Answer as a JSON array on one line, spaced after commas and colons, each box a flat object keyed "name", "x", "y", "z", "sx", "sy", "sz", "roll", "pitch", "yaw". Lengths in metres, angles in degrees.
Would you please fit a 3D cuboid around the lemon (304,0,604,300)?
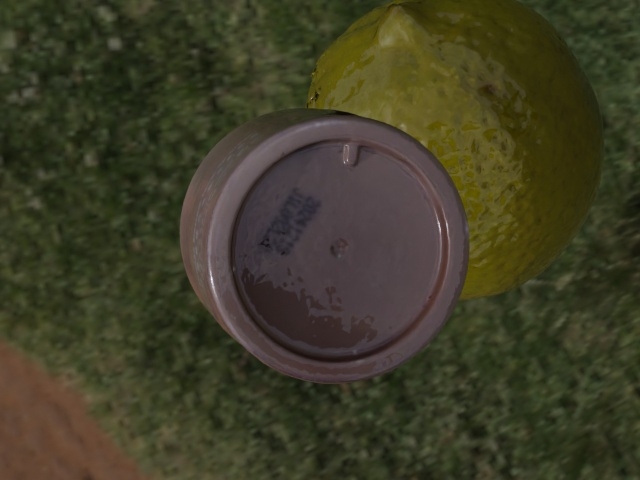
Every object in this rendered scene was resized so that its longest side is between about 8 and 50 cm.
[{"name": "lemon", "x": 0.107, "y": -0.078, "z": 1.418, "sx": 0.267, "sy": 0.267, "sz": 0.267, "roll": 9, "pitch": 105, "yaw": 34}]

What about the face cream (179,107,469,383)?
[{"name": "face cream", "x": 0.000, "y": 0.000, "z": 0.987, "sx": 0.104, "sy": 0.149, "sz": 0.149, "roll": -152, "pitch": 56, "yaw": -75}]
